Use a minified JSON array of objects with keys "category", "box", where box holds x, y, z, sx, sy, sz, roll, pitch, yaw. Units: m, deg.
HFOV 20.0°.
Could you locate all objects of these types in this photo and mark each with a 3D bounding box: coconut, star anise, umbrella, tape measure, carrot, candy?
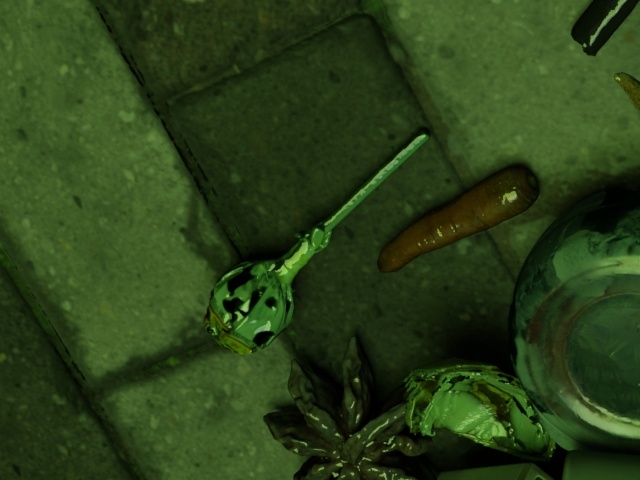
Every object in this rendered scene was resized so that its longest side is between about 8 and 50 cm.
[{"category":"coconut","box":[0.145,0.157,1.747,0.133,0.055,0.158,-12,134,40]},{"category":"star anise","box":[0.048,0.197,1.840,0.209,0.089,0.231,31,121,0]},{"category":"umbrella","box":[0.269,-0.222,1.610,0.036,0.031,0.133,36,118,-4]},{"category":"tape measure","box":[0.306,0.083,1.680,0.256,0.147,0.275,0,118,19]},{"category":"carrot","box":[0.126,-0.015,1.743,0.191,0.047,0.047,-30,103,27]},{"category":"candy","box":[0.000,0.000,1.773,0.083,0.091,0.305,33,115,-32]}]

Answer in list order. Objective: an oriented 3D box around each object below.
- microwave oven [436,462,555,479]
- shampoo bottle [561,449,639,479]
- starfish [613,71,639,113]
[{"category":"microwave oven","box":[0.213,0.343,1.775,0.240,0.145,0.194,38,151,-19]},{"category":"shampoo bottle","box":[0.350,0.242,1.636,0.262,0.085,0.085,4,116,11]},{"category":"starfish","box":[0.390,-0.020,1.543,0.358,0.078,0.347,31,79,-9]}]
